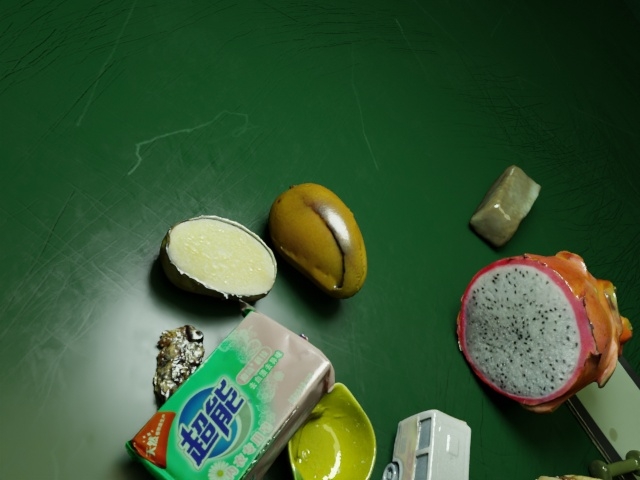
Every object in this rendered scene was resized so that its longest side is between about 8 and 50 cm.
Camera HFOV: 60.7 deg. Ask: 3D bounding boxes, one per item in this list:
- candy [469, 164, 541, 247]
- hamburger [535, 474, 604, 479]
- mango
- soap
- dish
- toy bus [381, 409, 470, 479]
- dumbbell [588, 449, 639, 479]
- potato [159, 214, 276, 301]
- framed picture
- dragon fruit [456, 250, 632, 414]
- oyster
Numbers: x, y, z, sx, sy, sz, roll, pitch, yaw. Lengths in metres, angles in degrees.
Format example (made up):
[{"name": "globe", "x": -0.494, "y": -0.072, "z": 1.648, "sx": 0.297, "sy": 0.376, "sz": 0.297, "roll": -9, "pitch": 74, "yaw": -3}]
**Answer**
[{"name": "candy", "x": 0.457, "y": -0.087, "z": 1.344, "sx": 0.104, "sy": 0.102, "sz": 0.234, "roll": 41, "pitch": 48, "yaw": 1}, {"name": "hamburger", "x": 0.490, "y": 0.537, "z": 0.930, "sx": 0.155, "sy": 0.246, "sz": 0.282, "roll": -10, "pitch": 23, "yaw": -28}, {"name": "mango", "x": 0.000, "y": 0.000, "z": 1.000, "sx": 0.136, "sy": 0.166, "sz": 0.236, "roll": -25, "pitch": 74, "yaw": -33}, {"name": "soap", "x": -0.120, "y": 0.240, "z": 0.779, "sx": 0.217, "sy": 0.098, "sz": 0.273, "roll": 28, "pitch": 56, "yaw": 25}, {"name": "dish", "x": 0.004, "y": 0.329, "z": 0.846, "sx": 0.148, "sy": 0.080, "sz": 0.208, "roll": 24, "pitch": 51, "yaw": -13}, {"name": "toy bus", "x": 0.156, "y": 0.438, "z": 0.822, "sx": 0.097, "sy": 0.138, "sz": 0.343, "roll": 27, "pitch": 50, "yaw": -14}, {"name": "dumbbell", "x": 0.600, "y": 0.458, "z": 1.099, "sx": 0.117, "sy": 0.046, "sz": 0.052, "roll": -7, "pitch": 74, "yaw": -17}, {"name": "potato", "x": -0.176, "y": 0.046, "z": 0.928, "sx": 0.200, "sy": 0.081, "sz": 0.164, "roll": 16, "pitch": 46, "yaw": -23}, {"name": "framed picture", "x": 0.662, "y": 0.370, "z": 1.223, "sx": 0.264, "sy": 0.016, "sz": 0.347, "roll": -23, "pitch": 74, "yaw": -37}, {"name": "dragon fruit", "x": 0.449, "y": 0.165, "z": 1.072, "sx": 0.225, "sy": 0.305, "sz": 0.306, "roll": -4, "pitch": 62, "yaw": -39}, {"name": "oyster", "x": -0.214, "y": 0.193, "z": 0.844, "sx": 0.086, "sy": 0.029, "sz": 0.132, "roll": 1, "pitch": 60, "yaw": -28}]
